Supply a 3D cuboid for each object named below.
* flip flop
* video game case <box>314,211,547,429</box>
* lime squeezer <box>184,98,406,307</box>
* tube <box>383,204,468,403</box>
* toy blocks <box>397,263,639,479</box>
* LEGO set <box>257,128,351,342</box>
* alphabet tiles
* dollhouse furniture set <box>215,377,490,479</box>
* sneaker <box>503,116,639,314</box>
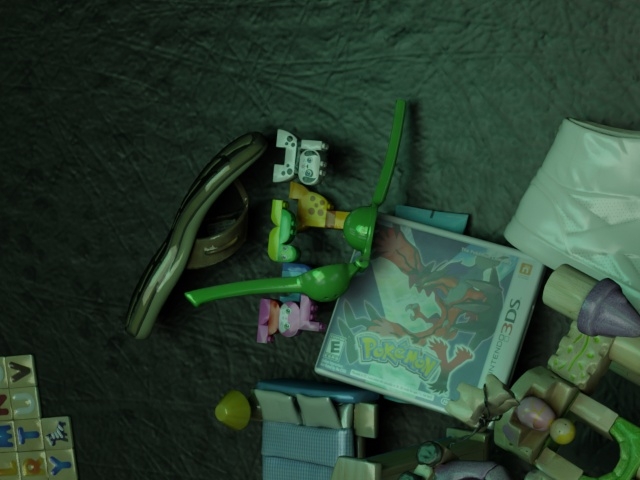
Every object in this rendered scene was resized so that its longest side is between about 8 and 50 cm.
[{"bbox_3d":[-0.129,0.000,1.569,0.080,0.112,0.277,28,103,-9],"label":"flip flop"},{"bbox_3d":[0.113,0.079,1.460,0.201,0.023,0.183,16,81,22],"label":"video game case"},{"bbox_3d":[0.012,-0.007,1.464,0.310,0.059,0.110,-43,68,-11],"label":"lime squeezer"},{"bbox_3d":[0.105,0.069,1.505,0.080,0.052,0.207,8,92,13],"label":"tube"},{"bbox_3d":[0.283,0.211,1.250,0.260,0.309,0.289,30,83,32],"label":"toy blocks"},{"bbox_3d":[0.000,0.000,1.523,0.093,0.087,0.227,5,90,18],"label":"LEGO set"},{"bbox_3d":[-0.387,0.261,1.737,0.198,0.009,0.237,-7,92,22],"label":"alphabet tiles"},{"bbox_3d":[-0.010,0.302,1.436,0.303,0.198,0.287,4,94,39],"label":"dollhouse furniture set"},{"bbox_3d":[0.337,-0.015,1.371,0.292,0.108,0.169,28,107,19],"label":"sneaker"}]
